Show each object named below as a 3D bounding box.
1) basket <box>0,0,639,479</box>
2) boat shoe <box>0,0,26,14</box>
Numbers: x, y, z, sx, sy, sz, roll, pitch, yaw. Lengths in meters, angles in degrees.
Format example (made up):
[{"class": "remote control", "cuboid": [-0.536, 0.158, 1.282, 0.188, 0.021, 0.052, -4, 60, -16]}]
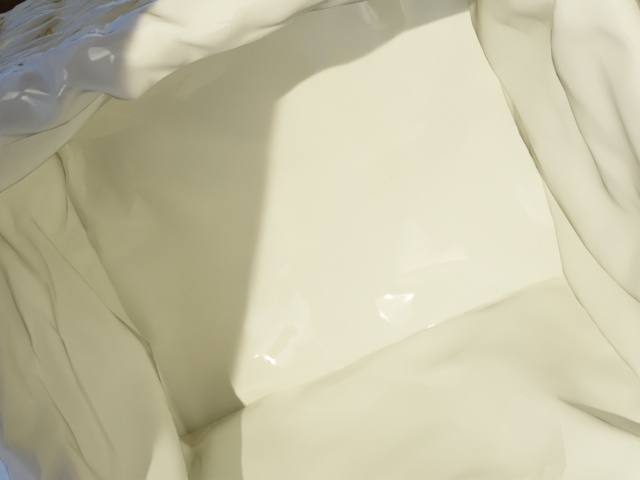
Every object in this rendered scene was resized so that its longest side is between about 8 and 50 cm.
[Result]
[{"class": "basket", "cuboid": [0.000, 0.000, 0.849, 0.266, 0.328, 0.331, -114, -2, -68]}, {"class": "boat shoe", "cuboid": [-0.123, -0.180, 1.136, 0.095, 0.257, 0.095, 11, 131, 59]}]
